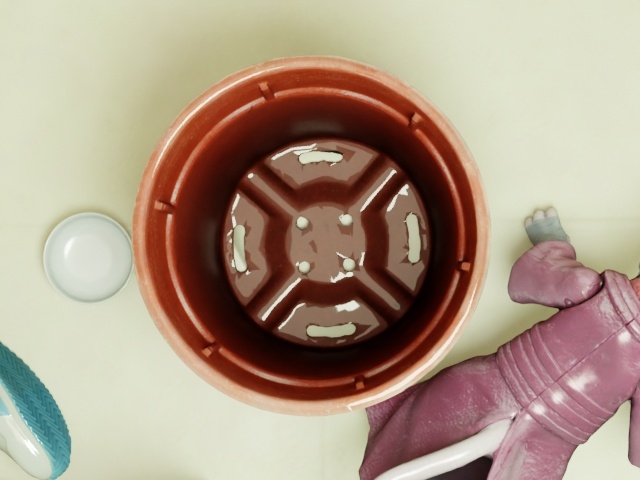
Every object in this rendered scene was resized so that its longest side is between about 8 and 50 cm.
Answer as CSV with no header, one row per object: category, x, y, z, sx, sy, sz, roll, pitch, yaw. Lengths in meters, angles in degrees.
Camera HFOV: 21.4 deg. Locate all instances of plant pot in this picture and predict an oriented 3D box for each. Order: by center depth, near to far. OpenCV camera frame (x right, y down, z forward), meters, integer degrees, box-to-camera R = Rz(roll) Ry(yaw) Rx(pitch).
plant pot,0.000,0.000,1.404,0.272,0.265,0.272,0,88,3

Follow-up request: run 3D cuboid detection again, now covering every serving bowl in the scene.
serving bowl,-0.207,0.016,1.532,0.083,0.027,0.083,0,89,2

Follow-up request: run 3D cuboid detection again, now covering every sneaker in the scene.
sneaker,-0.315,0.136,1.512,0.228,0.087,0.092,44,98,10

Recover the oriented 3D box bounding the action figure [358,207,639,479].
action figure,0.177,0.114,1.395,0.370,0.275,0.248,-45,74,16
